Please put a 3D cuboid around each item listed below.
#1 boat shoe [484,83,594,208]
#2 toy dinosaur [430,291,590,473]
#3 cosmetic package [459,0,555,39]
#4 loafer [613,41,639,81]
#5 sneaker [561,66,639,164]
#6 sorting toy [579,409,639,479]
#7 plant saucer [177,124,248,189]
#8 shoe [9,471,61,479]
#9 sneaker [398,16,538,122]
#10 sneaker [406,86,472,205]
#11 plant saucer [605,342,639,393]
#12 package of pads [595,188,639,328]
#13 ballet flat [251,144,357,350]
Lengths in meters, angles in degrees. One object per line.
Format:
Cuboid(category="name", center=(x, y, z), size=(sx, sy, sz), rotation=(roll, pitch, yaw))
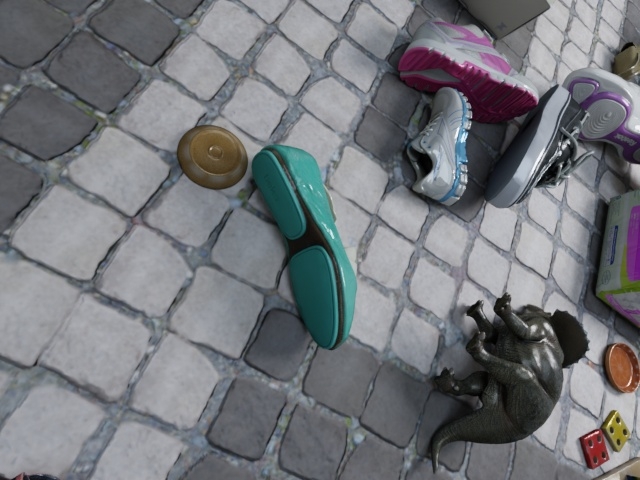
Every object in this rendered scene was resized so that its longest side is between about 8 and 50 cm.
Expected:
Cuboid(category="boat shoe", center=(0.370, -0.142, 0.671), size=(0.105, 0.113, 0.306), rotation=(38, 54, 4))
Cuboid(category="toy dinosaur", center=(0.254, 0.173, 0.530), size=(0.160, 0.121, 0.313), rotation=(38, 59, 3))
Cuboid(category="cosmetic package", center=(0.385, -0.544, 0.730), size=(0.153, 0.129, 0.296), rotation=(34, 82, -16))
Cuboid(category="loafer", center=(0.699, -0.407, 0.931), size=(0.050, 0.056, 0.148), rotation=(45, 53, -8))
Cuboid(category="sneaker", center=(0.582, -0.264, 0.820), size=(0.306, 0.114, 0.152), rotation=(22, 56, -25))
Cuboid(category="sorting toy", center=(0.482, 0.409, 0.615), size=(0.133, 0.046, 0.274), rotation=(-3, 78, -26))
Cuboid(category="plant saucer", center=(-0.125, -0.102, 0.481), size=(0.084, 0.015, 0.083), rotation=(6, 74, -23))
Cuboid(category="shoe", center=(-0.265, 0.215, 0.308), size=(0.178, 0.064, 0.081), rotation=(31, 64, -21))
Cuboid(category="sneaker", center=(0.250, -0.281, 0.656), size=(0.253, 0.103, 0.111), rotation=(20, 71, -20))
Cuboid(category="sneaker", center=(0.171, -0.150, 0.605), size=(0.083, 0.071, 0.190), rotation=(11, 72, -16))
Cuboid(category="plant saucer", center=(0.517, 0.218, 0.700), size=(0.084, 0.013, 0.083), rotation=(7, 73, -23))
Cuboid(category="package of pads", center=(0.654, 0.074, 0.753), size=(0.297, 0.101, 0.229), rotation=(32, 65, -14))
Cuboid(category="ballet flat", center=(0.000, 0.000, 0.480), size=(0.087, 0.083, 0.247), rotation=(-18, 86, -42))
